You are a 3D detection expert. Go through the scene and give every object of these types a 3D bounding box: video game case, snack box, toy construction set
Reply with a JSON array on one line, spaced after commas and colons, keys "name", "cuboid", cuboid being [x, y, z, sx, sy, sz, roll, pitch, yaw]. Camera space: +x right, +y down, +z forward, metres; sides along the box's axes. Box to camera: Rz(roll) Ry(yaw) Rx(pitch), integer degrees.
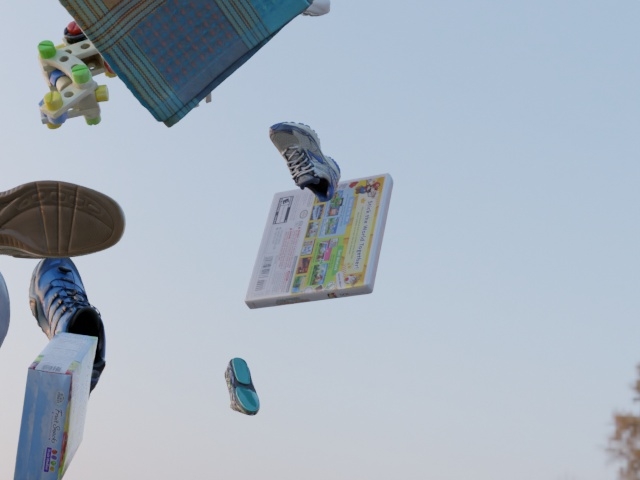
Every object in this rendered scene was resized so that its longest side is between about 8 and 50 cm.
[{"name": "video game case", "cuboid": [0.000, 0.000, 1.714, 0.206, 0.227, 0.026, -9, -44, 25]}, {"name": "snack box", "cuboid": [-0.389, 0.245, 1.653, 0.070, 0.174, 0.207, 9, 10, -4]}, {"name": "toy construction set", "cuboid": [-0.355, -0.305, 1.971, 0.328, 0.215, 0.151, -12, -44, -25]}]

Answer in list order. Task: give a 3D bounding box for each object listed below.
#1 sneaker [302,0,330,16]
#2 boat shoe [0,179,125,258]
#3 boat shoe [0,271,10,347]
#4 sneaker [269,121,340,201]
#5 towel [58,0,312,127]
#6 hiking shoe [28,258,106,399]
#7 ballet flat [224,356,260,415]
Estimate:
[{"name": "sneaker", "cuboid": [-0.076, -0.449, 1.831, 0.232, 0.115, 0.090, 24, 0, -18]}, {"name": "boat shoe", "cuboid": [-0.463, -0.030, 1.803, 0.341, 0.121, 0.110, 2, -6, 14]}, {"name": "boat shoe", "cuboid": [-0.433, 0.148, 1.300, 0.095, 0.258, 0.084, 17, -7, -40]}, {"name": "sneaker", "cuboid": [-0.018, -0.098, 1.413, 0.052, 0.058, 0.135, -20, -44, 30]}, {"name": "towel", "cuboid": [-0.201, -0.355, 1.389, 0.370, 0.271, 0.040, 53, -9, -30]}, {"name": "hiking shoe", "cuboid": [-0.417, 0.134, 1.918, 0.113, 0.304, 0.132, 12, -43, -40]}, {"name": "ballet flat", "cuboid": [-0.104, 0.201, 1.467, 0.041, 0.114, 0.041, -6, -57, -9]}]
